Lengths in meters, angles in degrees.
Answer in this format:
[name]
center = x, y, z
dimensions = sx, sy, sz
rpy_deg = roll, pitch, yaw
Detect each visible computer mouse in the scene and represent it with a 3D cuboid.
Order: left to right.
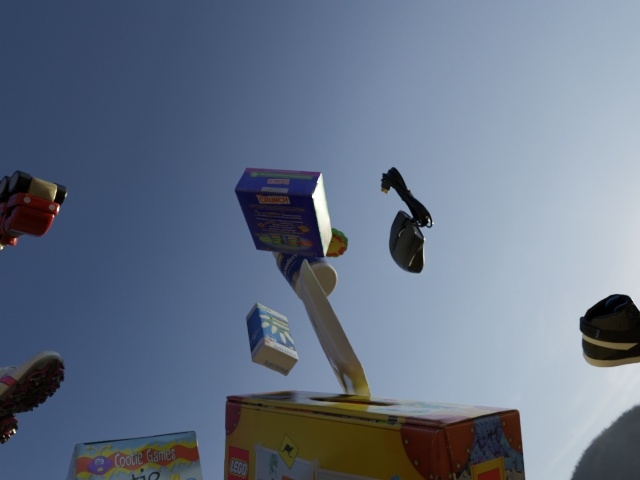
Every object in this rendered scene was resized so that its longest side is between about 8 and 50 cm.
[computer mouse]
center = 0.167, -0.036, 1.085
dimensions = 0.060, 0.184, 0.262
rpy_deg = -23, -30, -8

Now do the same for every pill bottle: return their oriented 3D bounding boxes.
[pill bottle]
center = -0.064, 0.085, 1.702
dimensions = 0.153, 0.265, 0.153
rpy_deg = -14, -56, -22

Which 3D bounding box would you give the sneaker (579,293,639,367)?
[sneaker]
center = 0.560, 0.142, 0.836
dimensions = 0.216, 0.079, 0.121
rpy_deg = -14, -70, 10

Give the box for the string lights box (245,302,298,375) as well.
[string lights box]
center = -0.168, 0.326, 1.641
dimensions = 0.133, 0.260, 0.077
rpy_deg = 30, -77, -23

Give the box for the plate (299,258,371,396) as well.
[plate]
center = 0.027, 0.218, 1.038
dimensions = 0.045, 0.277, 0.278
rpy_deg = -25, -38, -7

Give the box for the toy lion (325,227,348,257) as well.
[toy lion]
center = 0.000, 0.000, 0.948
dimensions = 0.100, 0.034, 0.096
rpy_deg = -19, -54, 34

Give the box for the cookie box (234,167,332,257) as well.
[cookie box]
center = -0.039, -0.031, 0.571
dimensions = 0.091, 0.040, 0.107
rpy_deg = 6, -38, 14

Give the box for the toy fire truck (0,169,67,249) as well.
[toy fire truck]
center = -0.778, -0.037, 1.226
dimensions = 0.158, 0.217, 0.247
rpy_deg = 22, -111, -47

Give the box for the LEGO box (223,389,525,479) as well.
[LEGO box]
center = 0.052, 0.446, 0.776
dimensions = 0.193, 0.500, 0.373
rpy_deg = 10, -106, -41

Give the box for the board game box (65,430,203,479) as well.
[board game box]
center = -0.250, 0.381, 0.618
dimensions = 0.144, 0.142, 0.275
rpy_deg = 6, -50, -30

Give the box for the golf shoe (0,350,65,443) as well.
[golf shoe]
center = -0.413, 0.195, 0.647
dimensions = 0.186, 0.086, 0.067
rpy_deg = -41, -26, 14
